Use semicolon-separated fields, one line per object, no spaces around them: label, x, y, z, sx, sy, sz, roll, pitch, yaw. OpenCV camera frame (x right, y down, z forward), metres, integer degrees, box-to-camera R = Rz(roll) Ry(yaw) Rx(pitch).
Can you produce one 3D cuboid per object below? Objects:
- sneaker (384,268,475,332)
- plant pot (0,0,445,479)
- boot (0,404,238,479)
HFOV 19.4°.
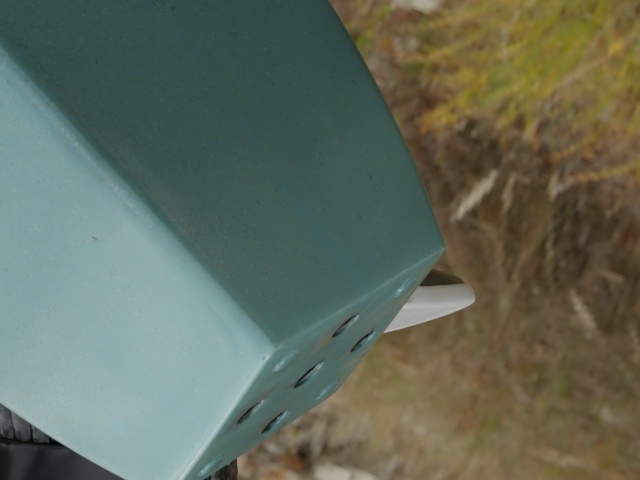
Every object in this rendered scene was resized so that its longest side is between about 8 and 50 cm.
sneaker;0.000;0.000;1.535;0.295;0.147;0.104;2;160;-34
plant pot;-0.081;-0.033;0.719;0.234;0.165;0.165;48;135;14
boot;-0.203;0.174;1.171;0.348;0.131;0.260;-11;100;9
